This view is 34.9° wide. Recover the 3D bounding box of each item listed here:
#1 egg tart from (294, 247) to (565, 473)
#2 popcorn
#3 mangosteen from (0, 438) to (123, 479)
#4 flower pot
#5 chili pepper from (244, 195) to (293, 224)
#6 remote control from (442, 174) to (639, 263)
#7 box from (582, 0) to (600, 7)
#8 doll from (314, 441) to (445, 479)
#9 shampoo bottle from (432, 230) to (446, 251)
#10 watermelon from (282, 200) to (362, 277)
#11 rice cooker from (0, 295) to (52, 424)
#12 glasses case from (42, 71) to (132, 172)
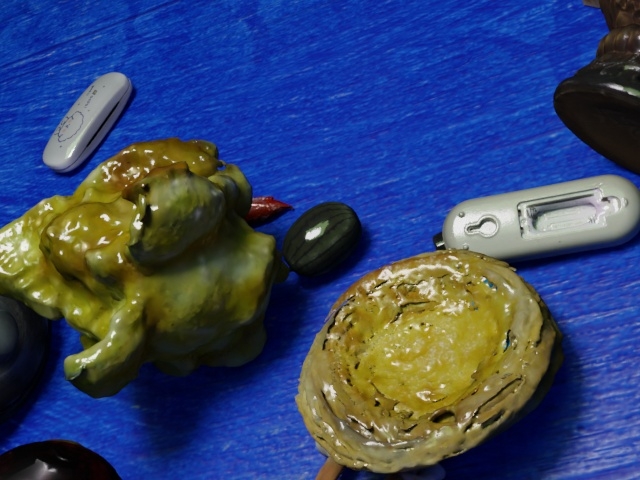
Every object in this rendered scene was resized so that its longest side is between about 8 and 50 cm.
[{"bbox_3d":[0.109,0.130,1.047,0.291,0.107,0.290,-15,39,12],"label":"egg tart"},{"bbox_3d":[-0.206,0.051,1.183,0.321,0.290,0.325,-24,42,26],"label":"popcorn"},{"bbox_3d":[-0.296,0.307,1.093,0.210,0.210,0.209,-16,49,19],"label":"mangosteen"},{"bbox_3d":[0.391,-0.214,1.066,0.267,0.266,0.267,24,81,41],"label":"flower pot"},{"bbox_3d":[-0.165,-0.023,1.374,0.268,0.050,0.059,-14,33,20],"label":"chili pepper"},{"bbox_3d":[0.241,-0.021,1.115,0.222,0.042,0.078,-10,75,17],"label":"remote control"},{"bbox_3d":[0.383,-0.321,1.303,0.083,0.024,0.053,25,70,43],"label":"box"},{"bbox_3d":[0.008,0.287,1.000,0.183,0.085,0.217,11,52,35],"label":"doll"},{"bbox_3d":[0.196,-0.019,1.169,0.137,0.027,0.048,-24,56,12],"label":"shampoo bottle"},{"bbox_3d":[0.000,0.000,1.238,0.111,0.078,0.078,-41,45,-4],"label":"watermelon"},{"bbox_3d":[-0.506,0.118,1.322,0.317,0.264,0.316,5,98,35],"label":"rice cooker"},{"bbox_3d":[-0.372,-0.191,1.630,0.076,0.049,0.197,14,63,37],"label":"glasses case"}]
